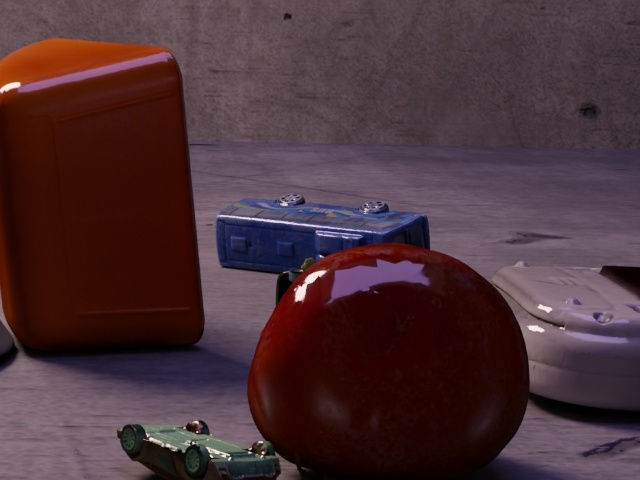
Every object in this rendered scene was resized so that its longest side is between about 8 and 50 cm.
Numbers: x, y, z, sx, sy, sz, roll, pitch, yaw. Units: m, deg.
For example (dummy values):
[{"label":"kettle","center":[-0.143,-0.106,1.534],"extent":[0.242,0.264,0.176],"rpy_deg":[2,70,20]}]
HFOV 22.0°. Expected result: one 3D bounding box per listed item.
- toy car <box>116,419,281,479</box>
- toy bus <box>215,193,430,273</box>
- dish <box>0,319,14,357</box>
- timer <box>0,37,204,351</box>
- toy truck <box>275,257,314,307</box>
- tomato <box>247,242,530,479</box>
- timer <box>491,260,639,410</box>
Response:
[{"label":"toy car","center":[-0.078,0.133,1.014],"extent":[0.059,0.035,0.122],"rpy_deg":[2,3,-41]},{"label":"toy bus","center":[-0.001,0.003,1.807],"extent":[0.237,0.079,0.094],"rpy_deg":[6,26,30]},{"label":"dish","center":[-0.406,0.040,1.345],"extent":[0.316,0.106,0.316],"rpy_deg":[1,8,0]},{"label":"timer","center":[-0.219,-0.043,1.462],"extent":[0.161,0.257,0.250],"rpy_deg":[-9,13,-18]},{"label":"toy truck","center":[0.054,0.057,1.415],"extent":[0.169,0.077,0.100],"rpy_deg":[3,11,22]},{"label":"tomato","center":[0.038,0.076,1.045],"extent":[0.187,0.151,0.187],"rpy_deg":[-4,7,0]},{"label":"timer","center":[0.254,0.072,1.315],"extent":[0.237,0.087,0.262],"rpy_deg":[1,9,-7]}]
